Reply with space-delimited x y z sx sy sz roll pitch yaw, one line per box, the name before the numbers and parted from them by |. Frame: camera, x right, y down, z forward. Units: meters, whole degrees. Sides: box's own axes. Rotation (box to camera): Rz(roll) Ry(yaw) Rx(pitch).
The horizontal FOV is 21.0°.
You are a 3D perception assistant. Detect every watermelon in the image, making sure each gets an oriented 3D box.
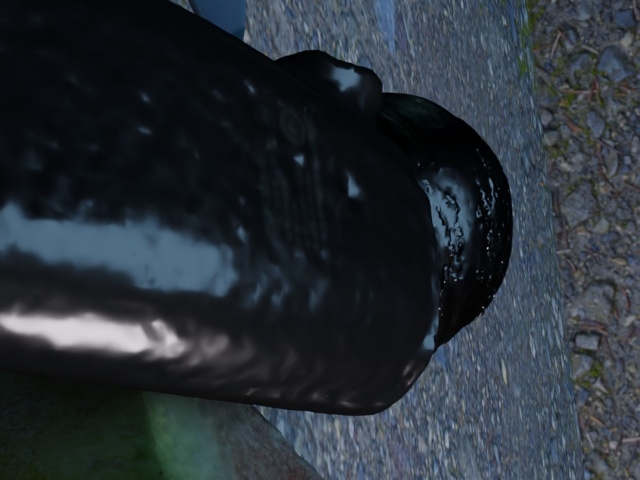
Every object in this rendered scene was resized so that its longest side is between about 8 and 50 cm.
watermelon | -0.096 0.188 0.799 0.232 0.193 0.310 29 33 -46

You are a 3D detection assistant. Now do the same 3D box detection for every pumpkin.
pumpkin | 0.000 0.000 1.003 0.233 0.233 0.163 -24 97 -73

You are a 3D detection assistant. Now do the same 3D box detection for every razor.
razor | -0.085 -0.024 0.747 0.327 0.107 0.189 15 59 -42

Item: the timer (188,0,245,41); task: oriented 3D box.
timer | -0.117 -0.213 0.945 0.255 0.175 0.175 105 -10 -53
